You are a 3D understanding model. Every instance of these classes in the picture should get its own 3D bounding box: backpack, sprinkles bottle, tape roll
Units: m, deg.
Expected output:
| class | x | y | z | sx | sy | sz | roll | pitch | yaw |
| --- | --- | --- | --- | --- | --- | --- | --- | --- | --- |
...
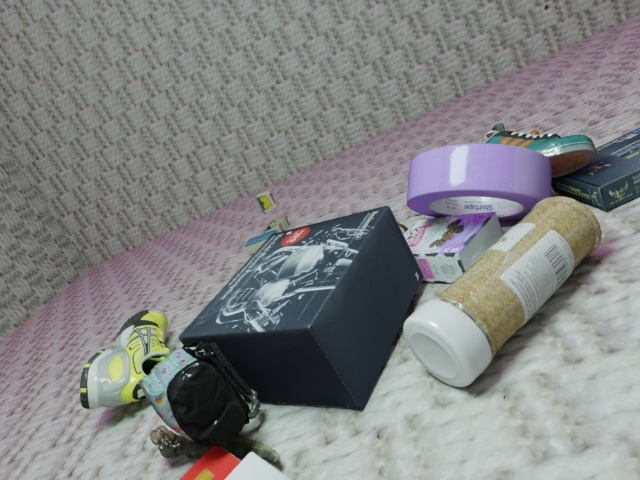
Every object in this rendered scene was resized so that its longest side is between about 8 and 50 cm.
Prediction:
| class | x | y | z | sx | sy | sz | roll | pitch | yaw |
| --- | --- | --- | --- | --- | --- | --- | --- | --- | --- |
| backpack | -0.207 | 0.235 | 0.733 | 0.115 | 0.151 | 0.182 | -31 | 17 | -28 |
| sprinkles bottle | 0.287 | 0.066 | 0.716 | 0.356 | 0.121 | 0.121 | -35 | 20 | -24 |
| tape roll | 0.317 | -0.108 | 0.947 | 0.275 | 0.090 | 0.275 | 7 | -8 | 1 |

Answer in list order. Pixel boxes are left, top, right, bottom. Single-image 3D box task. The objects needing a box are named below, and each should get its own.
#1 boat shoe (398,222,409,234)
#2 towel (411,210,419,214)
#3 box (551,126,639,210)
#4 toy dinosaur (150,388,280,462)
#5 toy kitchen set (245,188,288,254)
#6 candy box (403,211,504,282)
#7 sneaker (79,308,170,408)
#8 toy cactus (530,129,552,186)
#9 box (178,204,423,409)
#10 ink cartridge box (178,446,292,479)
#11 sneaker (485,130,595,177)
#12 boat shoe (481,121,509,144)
| class | x | y | z | sx | sy | sz | roll | pitch | yaw |
| --- | --- | --- | --- | --- | --- | --- | --- | --- | --- |
| boat shoe | 0.161 | -0.029 | 1.203 | 0.095 | 0.095 | 0.257 | -28 | 17 | -22 |
| towel | 0.368 | -0.167 | 1.380 | 0.209 | 0.034 | 0.285 | -25 | 16 | 20 |
| box | 0.623 | -0.153 | 0.946 | 0.233 | 0.059 | 0.183 | -26 | 19 | 5 |
| toy dinosaur | -0.153 | 0.312 | 0.767 | 0.269 | 0.064 | 0.118 | -11 | 27 | 29 |
| toy kitchen set | -0.224 | -0.076 | 1.744 | 0.122 | 0.166 | 0.207 | -21 | 19 | 18 |
| candy box | 0.255 | 0.015 | 0.979 | 0.196 | 0.070 | 0.165 | -4 | 29 | 50 |
| sneaker | -0.438 | 0.291 | 1.151 | 0.147 | 0.145 | 0.384 | 5 | 17 | -1 |
| toy cactus | 0.491 | -0.175 | 1.155 | 0.181 | 0.112 | 0.219 | -25 | 24 | 39 |
| box | -0.022 | 0.119 | 0.877 | 0.313 | 0.178 | 0.343 | -12 | 28 | 37 |
| ink cartridge box | -0.169 | 0.375 | 0.529 | 0.261 | 0.066 | 0.296 | 9 | 38 | 44 |
| sneaker | 0.435 | -0.195 | 1.011 | 0.302 | 0.108 | 0.120 | -9 | 69 | 56 |
| boat shoe | 0.527 | -0.288 | 1.404 | 0.096 | 0.088 | 0.267 | -10 | 24 | 41 |
